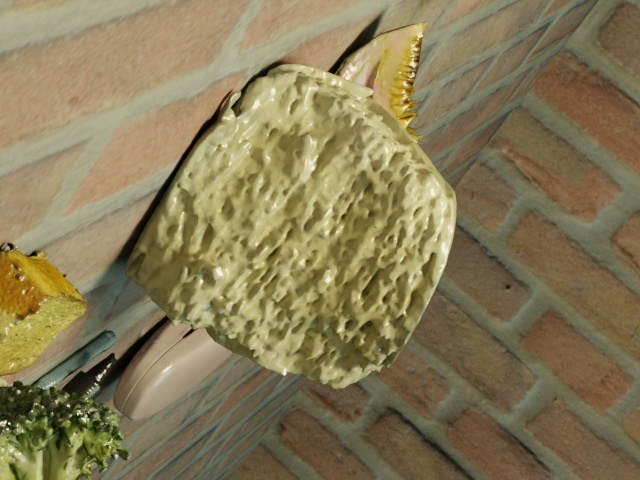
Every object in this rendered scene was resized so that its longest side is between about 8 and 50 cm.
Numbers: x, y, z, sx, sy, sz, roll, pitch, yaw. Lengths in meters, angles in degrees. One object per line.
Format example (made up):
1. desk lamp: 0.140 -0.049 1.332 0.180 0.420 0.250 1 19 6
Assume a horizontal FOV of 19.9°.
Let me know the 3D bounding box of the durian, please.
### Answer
1. durian: 0.027 -0.113 2.025 0.305 0.185 0.195 -58 -166 5

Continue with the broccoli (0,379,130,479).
1. broccoli: -0.230 0.275 1.460 0.252 0.361 0.221 -42 -176 -31

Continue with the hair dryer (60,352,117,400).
1. hair dryer: -0.295 0.213 1.853 0.255 0.070 0.128 -44 171 -20

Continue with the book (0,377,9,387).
1. book: -0.288 0.282 1.633 0.027 0.264 0.202 18 117 -49

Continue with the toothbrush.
1. toothbrush: -0.272 0.139 1.850 0.219 0.016 0.019 -35 156 -55

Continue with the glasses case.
1. glasses case: -0.144 0.116 2.202 0.297 0.075 0.113 -41 168 -47

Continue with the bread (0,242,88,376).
1. bread: -0.251 0.061 1.465 0.103 0.065 0.187 -44 170 0

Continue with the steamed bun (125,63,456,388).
1. steamed bun: 0.000 0.000 1.788 0.290 0.272 0.273 -48 173 18
